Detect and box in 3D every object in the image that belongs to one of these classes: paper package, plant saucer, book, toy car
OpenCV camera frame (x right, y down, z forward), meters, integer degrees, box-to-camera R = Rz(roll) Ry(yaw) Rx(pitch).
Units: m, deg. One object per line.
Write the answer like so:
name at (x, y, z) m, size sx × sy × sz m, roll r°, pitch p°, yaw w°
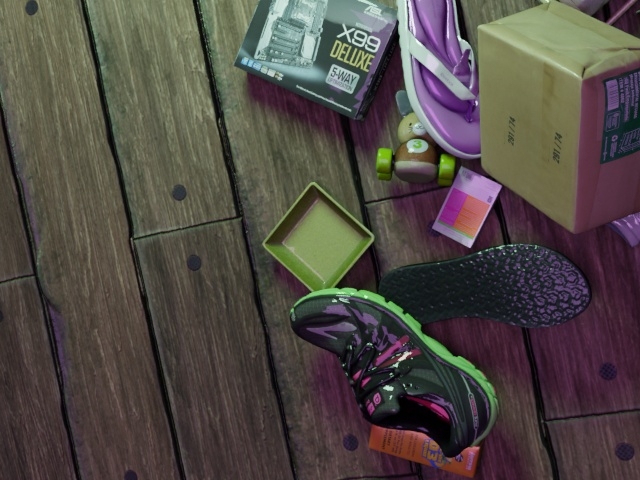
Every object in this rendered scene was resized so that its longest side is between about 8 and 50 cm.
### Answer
paper package at (0.432, -0.221, 1.615) m, size 0.168 × 0.309 × 0.324 m, roll -22°, pitch 128°, yaw -18°
plant saucer at (0.000, 0.000, 1.979) m, size 0.188 × 0.045 × 0.188 m, roll 42°, pitch 106°, yaw 11°
book at (0.305, -0.070, 1.881) m, size 0.096 × 0.035 × 0.144 m, roll 29°, pitch 102°, yaw 17°
toy car at (0.202, -0.216, 1.856) m, size 0.155 × 0.149 × 0.188 m, roll 6°, pitch 84°, yaw 6°

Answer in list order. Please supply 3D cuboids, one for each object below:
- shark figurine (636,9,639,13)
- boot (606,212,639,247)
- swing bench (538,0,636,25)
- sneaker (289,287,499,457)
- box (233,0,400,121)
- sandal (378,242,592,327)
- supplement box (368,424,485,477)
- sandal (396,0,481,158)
shark figurine at (0.712, -0.418, 1.691) m, size 0.278 × 0.166 × 0.116 m, roll -18°, pitch 94°, yaw -5°
boot at (0.560, -0.108, 1.758) m, size 0.123 × 0.095 × 0.258 m, roll -43°, pitch 82°, yaw 9°
swing bench at (0.508, -0.545, 1.714) m, size 0.253 × 0.165 × 0.254 m, roll -44°, pitch 75°, yaw 17°
sneaker at (0.133, 0.264, 1.855) m, size 0.483 × 0.202 × 0.185 m, roll 31°, pitch 138°, yaw 15°
box at (-0.001, -0.424, 1.931) m, size 0.308 × 0.076 × 0.242 m, roll 27°, pitch 102°, yaw 15°
sandal at (0.335, 0.090, 1.858) m, size 0.446 × 0.107 × 0.167 m, roll -3°, pitch 94°, yaw 31°
supplement box at (0.225, 0.427, 1.920) m, size 0.234 × 0.080 × 0.078 m, roll 12°, pitch 100°, yaw 15°
sandal at (0.245, -0.362, 1.788) m, size 0.170 × 0.102 × 0.416 m, roll -13°, pitch 81°, yaw -25°
